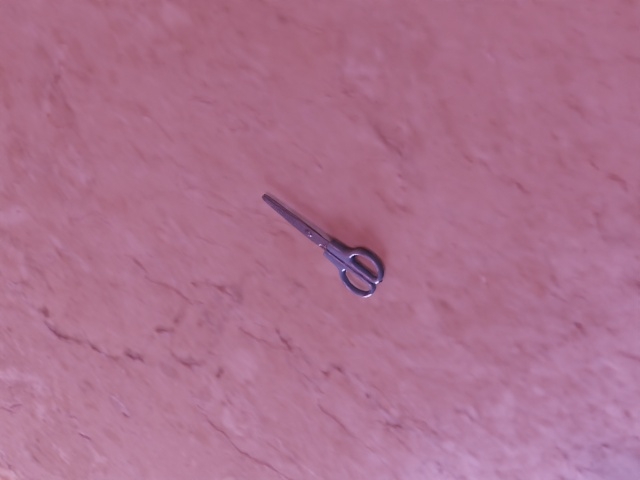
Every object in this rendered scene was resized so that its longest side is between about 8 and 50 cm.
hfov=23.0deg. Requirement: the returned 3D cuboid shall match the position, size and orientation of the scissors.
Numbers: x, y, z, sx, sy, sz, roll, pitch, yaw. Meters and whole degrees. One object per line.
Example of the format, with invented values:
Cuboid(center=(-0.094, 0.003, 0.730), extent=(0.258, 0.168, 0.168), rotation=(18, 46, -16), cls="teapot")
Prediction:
Cuboid(center=(0.000, 0.000, 0.875), extent=(0.083, 0.006, 0.036), rotation=(38, 143, 8), cls="scissors")
